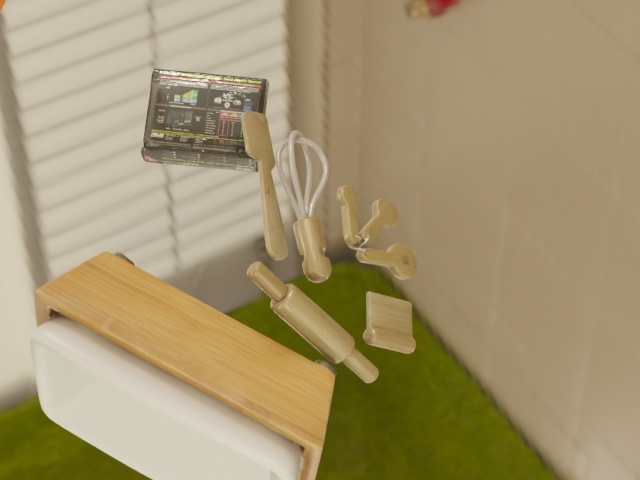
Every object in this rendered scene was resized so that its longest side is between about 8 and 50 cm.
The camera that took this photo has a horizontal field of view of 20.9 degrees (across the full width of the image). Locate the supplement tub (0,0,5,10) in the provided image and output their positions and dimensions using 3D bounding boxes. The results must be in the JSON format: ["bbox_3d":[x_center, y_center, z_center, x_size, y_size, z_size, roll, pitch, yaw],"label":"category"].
[{"bbox_3d":[-0.362,-0.195,1.065,0.338,0.207,0.207,9,124,34],"label":"supplement tub"}]

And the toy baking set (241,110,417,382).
[{"bbox_3d":[-0.001,0.006,1.581,0.030,0.196,0.256,-27,126,38],"label":"toy baking set"}]

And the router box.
[{"bbox_3d":[-0.117,-0.122,1.765,0.038,0.122,0.092,97,179,-68],"label":"router box"}]

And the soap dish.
[{"bbox_3d":[-0.122,0.143,1.601,0.291,0.118,0.229,28,154,9],"label":"soap dish"}]
